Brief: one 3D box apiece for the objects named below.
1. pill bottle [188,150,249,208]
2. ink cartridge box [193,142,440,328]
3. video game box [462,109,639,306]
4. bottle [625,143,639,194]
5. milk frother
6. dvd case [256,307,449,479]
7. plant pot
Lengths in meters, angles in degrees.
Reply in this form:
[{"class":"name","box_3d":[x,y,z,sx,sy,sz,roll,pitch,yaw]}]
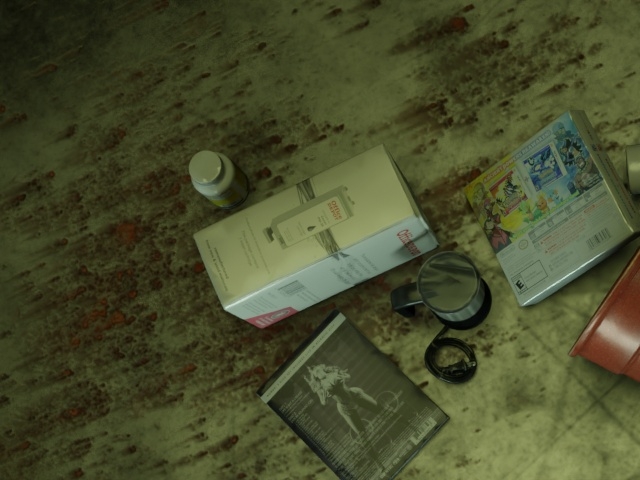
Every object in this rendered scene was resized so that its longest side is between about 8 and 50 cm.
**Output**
[{"class":"pill bottle","box_3d":[-0.146,-0.089,2.001,0.065,0.116,0.065,-3,76,12]},{"class":"ink cartridge box","box_3d":[0.000,0.000,1.899,0.283,0.207,0.117,-25,75,6]},{"class":"video game box","box_3d":[0.306,-0.041,1.869,0.205,0.048,0.187,-38,71,38]},{"class":"bottle","box_3d":[0.543,-0.106,1.839,0.282,0.118,0.092,-5,66,11]},{"class":"milk frother","box_3d":[0.174,0.104,1.871,0.129,0.135,0.143,-31,72,6]},{"class":"dvd case","box_3d":[0.042,0.226,1.936,0.221,0.018,0.164,43,91,18]},{"class":"plant pot","box_3d":[0.492,0.102,1.743,0.265,0.272,0.272,33,87,10]}]
